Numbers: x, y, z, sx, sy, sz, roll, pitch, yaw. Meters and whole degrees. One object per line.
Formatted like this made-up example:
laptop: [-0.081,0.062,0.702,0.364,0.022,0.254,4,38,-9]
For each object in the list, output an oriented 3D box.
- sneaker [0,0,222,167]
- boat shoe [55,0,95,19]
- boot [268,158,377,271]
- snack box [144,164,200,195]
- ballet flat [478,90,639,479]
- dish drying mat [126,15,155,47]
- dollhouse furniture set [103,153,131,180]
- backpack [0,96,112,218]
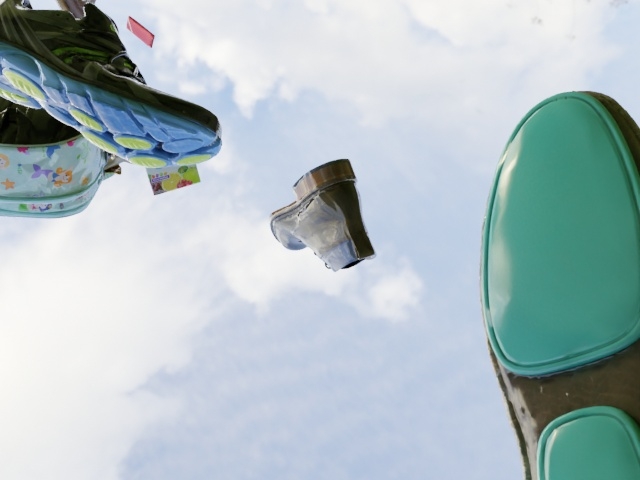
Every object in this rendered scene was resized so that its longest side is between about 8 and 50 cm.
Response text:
sneaker: [-0.139,-0.106,0.519,0.188,0.067,0.078,28,-113,15]
boat shoe: [-0.324,-0.343,1.094,0.073,0.207,0.073,-28,-123,-5]
boot: [0.000,0.000,0.938,0.082,0.219,0.106,-18,-103,-18]
snack box: [-0.304,-0.169,1.660,0.100,0.141,0.037,-18,-150,-12]
ballet flat: [0.146,0.078,0.419,0.106,0.107,0.316,26,-123,-44]
dish drying mat: [-0.382,-0.441,1.775,0.083,0.032,0.008,41,-142,22]
dollhouse furniture set: [-0.429,-0.156,1.491,0.197,0.151,0.301,-27,-128,-2]
backpack: [-0.416,-0.137,1.214,0.225,0.191,0.253,3,-154,-6]
